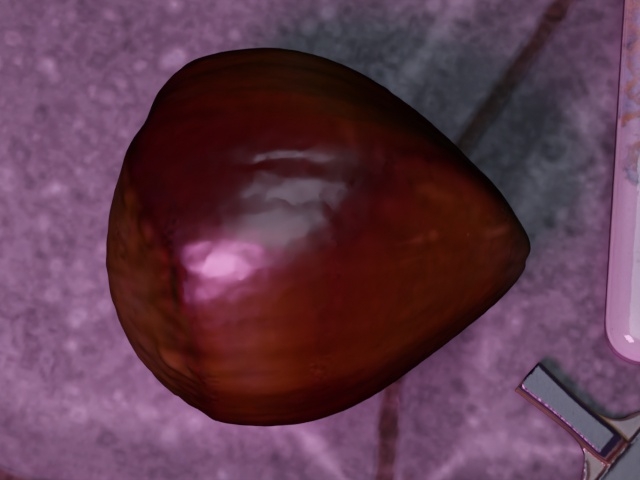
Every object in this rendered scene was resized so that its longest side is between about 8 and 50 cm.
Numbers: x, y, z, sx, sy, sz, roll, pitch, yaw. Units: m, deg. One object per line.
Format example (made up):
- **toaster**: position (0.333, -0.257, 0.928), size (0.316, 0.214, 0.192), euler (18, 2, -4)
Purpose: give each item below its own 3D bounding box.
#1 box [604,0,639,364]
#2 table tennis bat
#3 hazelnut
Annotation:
- **box**: position (0.232, -0.070, 0.956), size (0.142, 0.044, 0.285), euler (4, 80, 6)
- **table tennis bat**: position (0.171, 0.123, 0.938), size (0.158, 0.014, 0.095), euler (41, 85, 5)
- **hazelnut**: position (0.000, 0.000, 0.877), size (0.208, 0.208, 0.208), euler (0, 80, 1)
